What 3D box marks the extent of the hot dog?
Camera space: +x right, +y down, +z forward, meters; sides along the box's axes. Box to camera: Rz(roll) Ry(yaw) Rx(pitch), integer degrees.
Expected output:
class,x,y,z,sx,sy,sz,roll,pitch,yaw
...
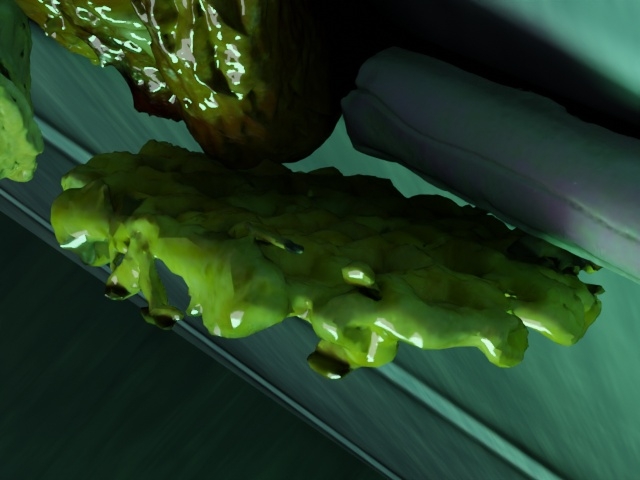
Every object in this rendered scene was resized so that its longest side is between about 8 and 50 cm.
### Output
class,x,y,z,sx,sy,sz,roll,pitch,yaw
hot dog,-0.062,-0.110,0.632,0.160,0.099,0.227,32,165,26

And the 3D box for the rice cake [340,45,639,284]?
class,x,y,z,sx,sy,sz,roll,pitch,yaw
rice cake,0.108,-0.018,0.568,0.270,0.055,0.049,32,163,40

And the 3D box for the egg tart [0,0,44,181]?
class,x,y,z,sx,sy,sz,roll,pitch,yaw
egg tart,-0.321,-0.181,1.037,0.352,0.150,0.352,33,163,11

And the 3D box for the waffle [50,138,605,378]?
class,x,y,z,sx,sy,sz,roll,pitch,yaw
waffle,0.000,0.003,0.673,0.262,0.060,0.280,8,-169,7
